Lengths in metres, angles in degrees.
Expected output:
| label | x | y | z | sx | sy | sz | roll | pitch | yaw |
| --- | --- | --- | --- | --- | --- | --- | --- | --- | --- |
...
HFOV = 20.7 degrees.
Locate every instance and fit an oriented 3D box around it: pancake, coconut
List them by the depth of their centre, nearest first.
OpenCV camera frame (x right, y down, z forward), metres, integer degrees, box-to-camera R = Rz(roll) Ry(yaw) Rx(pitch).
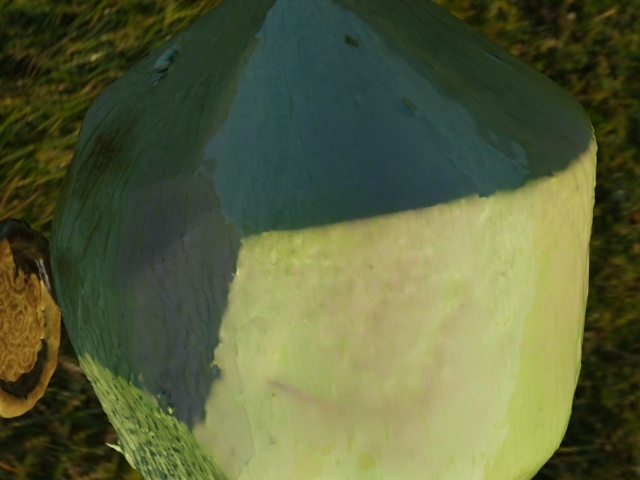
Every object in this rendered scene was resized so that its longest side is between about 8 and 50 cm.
| label | x | y | z | sx | sy | sz | roll | pitch | yaw |
| --- | --- | --- | --- | --- | --- | --- | --- | --- | --- |
| coconut | 0.000 | 0.000 | 0.919 | 0.281 | 0.328 | 0.329 | -5 | 87 | -9 |
| pancake | -0.166 | 0.041 | 0.954 | 0.011 | 0.115 | 0.115 | 2 | 84 | 15 |
